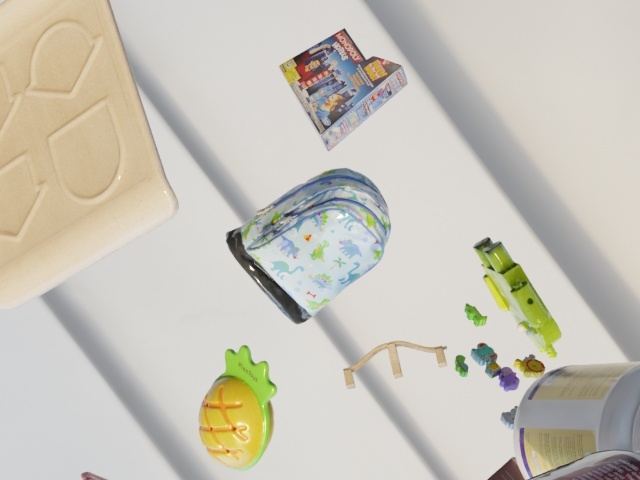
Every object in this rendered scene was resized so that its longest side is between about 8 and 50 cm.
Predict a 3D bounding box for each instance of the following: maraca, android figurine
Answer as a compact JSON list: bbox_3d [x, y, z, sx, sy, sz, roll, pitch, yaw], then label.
[{"bbox_3d":[-0.113,0.236,1.599,0.099,0.127,0.186,-12,126,-48],"label":"maraca"},{"bbox_3d":[0.406,0.121,2.347,0.056,0.273,0.248,-32,-170,-4],"label":"android figurine"}]

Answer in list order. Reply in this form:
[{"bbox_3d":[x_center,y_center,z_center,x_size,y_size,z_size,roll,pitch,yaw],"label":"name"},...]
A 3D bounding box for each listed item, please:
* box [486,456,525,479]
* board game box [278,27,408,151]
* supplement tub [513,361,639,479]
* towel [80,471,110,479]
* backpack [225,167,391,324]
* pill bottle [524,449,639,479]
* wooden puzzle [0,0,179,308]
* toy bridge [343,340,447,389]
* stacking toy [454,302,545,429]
[{"bbox_3d":[0.340,0.520,2.047,0.203,0.167,0.168,-43,155,5],"label":"box"},{"bbox_3d":[0.051,-0.291,2.113,0.194,0.194,0.060,-29,148,0],"label":"board game box"},{"bbox_3d":[0.476,0.306,1.753,0.241,0.241,0.331,-38,-172,-23],"label":"supplement tub"},{"bbox_3d":[-0.331,0.528,2.116,0.031,0.198,0.275,-57,-150,1],"label":"towel"},{"bbox_3d":[0.000,0.000,2.619,0.355,0.290,0.273,-39,-163,4],"label":"backpack"},{"bbox_3d":[0.324,0.386,1.393,0.392,0.224,0.224,-11,168,-33],"label":"pill bottle"},{"bbox_3d":[-0.338,-0.129,1.438,0.322,0.348,0.080,-28,167,28],"label":"wooden puzzle"},{"bbox_3d":[0.131,0.210,2.013,0.188,0.063,0.026,-15,155,7],"label":"toy bridge"},{"bbox_3d":[0.352,0.250,2.293,0.052,0.221,0.167,-18,135,-28],"label":"stacking toy"}]
